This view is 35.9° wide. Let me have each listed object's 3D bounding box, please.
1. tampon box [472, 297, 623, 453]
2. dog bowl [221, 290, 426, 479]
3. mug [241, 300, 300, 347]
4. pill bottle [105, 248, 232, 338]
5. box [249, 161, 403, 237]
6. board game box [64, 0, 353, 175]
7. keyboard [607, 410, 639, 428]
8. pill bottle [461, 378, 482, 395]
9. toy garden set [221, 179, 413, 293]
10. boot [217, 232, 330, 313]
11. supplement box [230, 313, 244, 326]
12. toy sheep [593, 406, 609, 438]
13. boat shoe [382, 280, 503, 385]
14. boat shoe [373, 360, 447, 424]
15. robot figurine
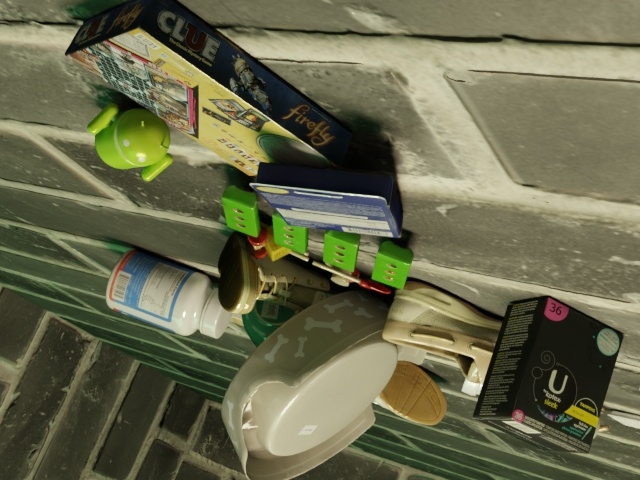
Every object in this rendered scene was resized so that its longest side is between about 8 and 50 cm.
[{"bbox_3d":[0.286,0.171,1.247,0.120,0.161,0.101,25,163,-15],"label":"tampon box"},{"bbox_3d":[0.000,0.219,1.511,0.102,0.349,0.349,48,177,28],"label":"dog bowl"},{"bbox_3d":[-0.054,0.127,1.589,0.158,0.129,0.097,49,170,23],"label":"mug"},{"bbox_3d":[-0.279,0.107,1.861,0.221,0.124,0.124,19,164,11],"label":"pill bottle"},{"bbox_3d":[0.013,-0.043,1.036,0.136,0.036,0.225,7,173,9],"label":"box"},{"bbox_3d":[-0.109,-0.144,0.969,0.243,0.042,0.165,33,161,-33],"label":"board game box"},{"bbox_3d":[0.585,0.308,1.562,0.256,0.014,0.072,7,158,44],"label":"keyboard"},{"bbox_3d":[0.313,0.225,1.493,0.184,0.103,0.103,19,164,11],"label":"pill bottle"},{"bbox_3d":[0.000,0.000,1.289,0.244,0.049,0.204,20,162,6],"label":"toy garden set"},{"bbox_3d":[-0.064,0.070,1.442,0.165,0.077,0.213,25,-166,-15],"label":"boot"},{"bbox_3d":[-0.164,0.146,1.992,0.098,0.036,0.062,20,164,8],"label":"supplement box"},{"bbox_3d":[0.419,0.296,1.620,0.091,0.091,0.132,8,164,40],"label":"toy sheep"},{"bbox_3d":[0.231,0.159,1.394,0.302,0.098,0.109,25,164,-9],"label":"boat shoe"},{"bbox_3d":[0.116,0.266,1.915,0.277,0.098,0.096,32,164,-1],"label":"boat shoe"},{"bbox_3d":[-0.219,-0.118,1.152,0.101,0.067,0.115,46,154,-28],"label":"robot figurine"}]
